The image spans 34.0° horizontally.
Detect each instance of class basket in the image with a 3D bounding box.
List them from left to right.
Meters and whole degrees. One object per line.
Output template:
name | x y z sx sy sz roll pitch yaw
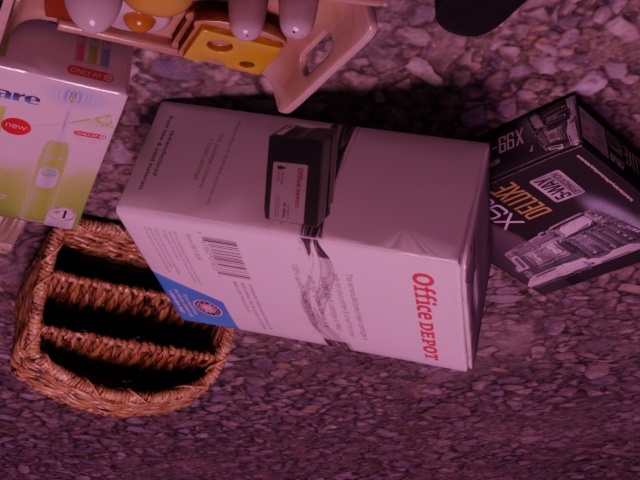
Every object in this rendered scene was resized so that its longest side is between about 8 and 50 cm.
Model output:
basket | -0.278 0.124 1.508 0.299 0.214 0.223 15 147 -25

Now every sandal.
sandal | 0.202 -0.269 0.992 0.097 0.055 0.254 12 148 -21

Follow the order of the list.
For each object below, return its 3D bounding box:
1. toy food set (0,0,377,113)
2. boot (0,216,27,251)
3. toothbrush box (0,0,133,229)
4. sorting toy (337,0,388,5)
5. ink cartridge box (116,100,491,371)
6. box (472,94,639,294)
toy food set | -0.131 -0.189 0.949 0.306 0.092 0.219 10 162 -21
boot | -0.491 -0.025 1.388 0.165 0.077 0.213 21 141 -35
toothbrush box | -0.335 -0.144 1.139 0.206 0.122 0.283 11 146 -20
sorting toy | -0.019 -0.269 0.695 0.193 0.038 0.208 3 122 -18
ink cartridge box | 0.000 0.000 1.255 0.394 0.166 0.285 9 152 15
box | 0.305 -0.045 1.355 0.242 0.077 0.307 -23 143 36
